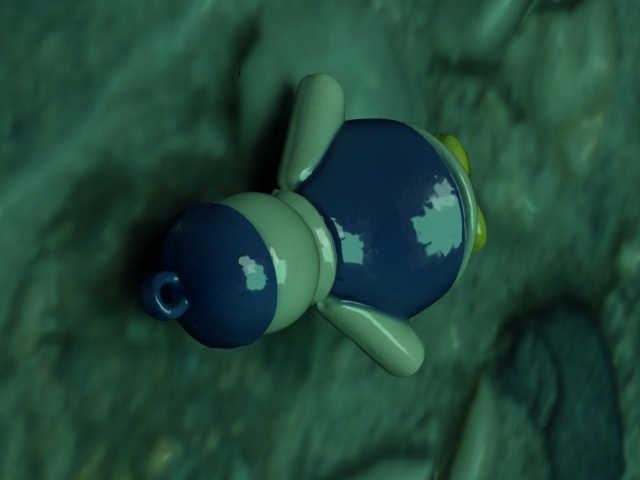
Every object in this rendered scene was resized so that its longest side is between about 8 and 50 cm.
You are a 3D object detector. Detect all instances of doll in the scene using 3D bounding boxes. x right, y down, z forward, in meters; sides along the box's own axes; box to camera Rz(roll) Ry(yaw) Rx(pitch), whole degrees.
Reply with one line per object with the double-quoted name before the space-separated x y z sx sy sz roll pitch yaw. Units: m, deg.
"doll" 0.000 0.000 0.567 0.143 0.058 0.098 -21 94 -45
